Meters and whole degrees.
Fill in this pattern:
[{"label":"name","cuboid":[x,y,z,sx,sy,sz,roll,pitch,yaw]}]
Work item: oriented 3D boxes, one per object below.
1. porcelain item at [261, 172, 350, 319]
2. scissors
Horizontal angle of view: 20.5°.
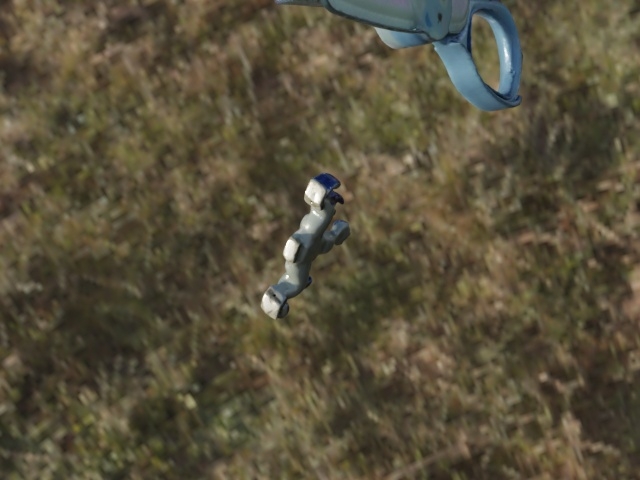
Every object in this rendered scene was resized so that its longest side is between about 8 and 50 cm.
[{"label":"porcelain item","cuboid":[0.000,0.000,1.427,0.021,0.136,0.075,38,33,25]},{"label":"scissors","cuboid":[0.046,-0.124,0.886,0.030,0.256,0.125,-8,92,28]}]
